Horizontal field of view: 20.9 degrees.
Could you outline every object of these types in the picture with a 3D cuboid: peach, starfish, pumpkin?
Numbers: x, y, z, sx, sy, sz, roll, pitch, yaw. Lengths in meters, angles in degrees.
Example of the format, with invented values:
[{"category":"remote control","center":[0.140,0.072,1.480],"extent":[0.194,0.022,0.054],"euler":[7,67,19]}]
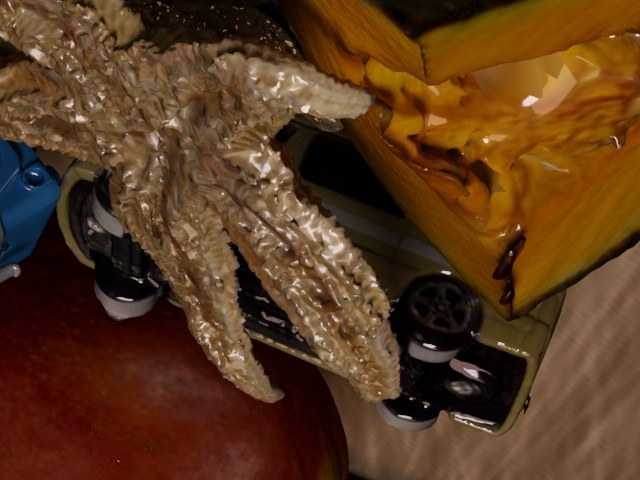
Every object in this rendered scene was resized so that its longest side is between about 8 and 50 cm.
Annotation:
[{"category":"peach","center":[-0.154,0.126,1.013],"extent":[0.332,0.308,0.308],"euler":[41,144,-11]},{"category":"starfish","center":[-0.072,-0.103,0.811],"extent":[0.210,0.053,0.150],"euler":[29,152,-24]},{"category":"starfish","center":[-0.079,-0.045,0.733],"extent":[0.302,0.060,0.299],"euler":[33,157,8]},{"category":"pumpkin","center":[0.081,-0.100,0.693],"extent":[0.148,0.169,0.312],"euler":[48,177,20]}]

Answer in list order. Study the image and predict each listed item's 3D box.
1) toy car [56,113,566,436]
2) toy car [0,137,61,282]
[{"category":"toy car","center":[0.000,0.000,0.881],"extent":[0.257,0.124,0.101],"euler":[22,147,8]},{"category":"toy car","center":[-0.197,-0.064,0.875],"extent":[0.191,0.100,0.097],"euler":[51,148,6]}]
